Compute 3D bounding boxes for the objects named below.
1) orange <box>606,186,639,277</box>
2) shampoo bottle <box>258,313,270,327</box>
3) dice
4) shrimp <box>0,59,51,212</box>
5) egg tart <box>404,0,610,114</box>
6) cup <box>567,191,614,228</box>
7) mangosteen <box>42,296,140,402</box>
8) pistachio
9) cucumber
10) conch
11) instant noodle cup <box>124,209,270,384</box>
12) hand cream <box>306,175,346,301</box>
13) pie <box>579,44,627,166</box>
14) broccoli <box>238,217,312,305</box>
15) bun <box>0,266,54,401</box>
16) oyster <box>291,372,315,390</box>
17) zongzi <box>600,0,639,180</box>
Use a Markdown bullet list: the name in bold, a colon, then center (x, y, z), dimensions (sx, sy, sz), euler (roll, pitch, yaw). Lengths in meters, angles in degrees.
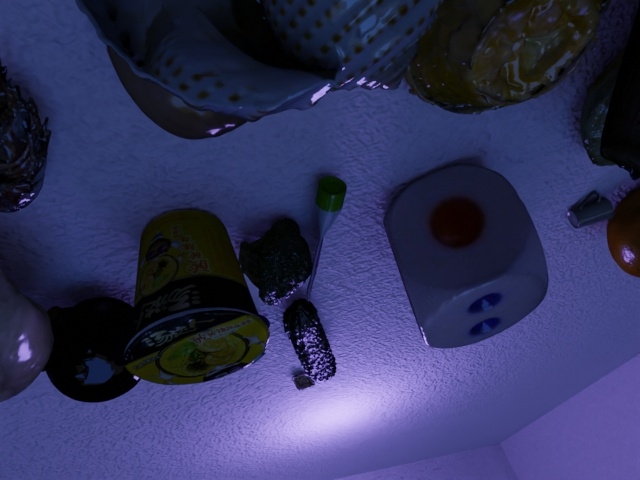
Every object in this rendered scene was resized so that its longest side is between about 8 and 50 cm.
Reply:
- **orange**: center (0.796, -0.038, 1.095), dimensions (0.248, 0.183, 0.249), euler (-25, 140, -23)
- **shampoo bottle**: center (-0.199, 0.238, 1.090), dimensions (0.087, 0.050, 0.183), euler (14, 131, -39)
- **dice**: center (0.264, 0.033, 0.884), dimensions (0.243, 0.259, 0.251), euler (-21, 143, 6)
- **shrimp**: center (-0.374, -0.128, 0.554), dimensions (0.090, 0.079, 0.233), euler (27, 130, 4)
- **egg tart**: center (0.259, -0.282, 0.610), dimensions (0.314, 0.120, 0.315), euler (-13, 143, -10)
- **cup**: center (0.632, -0.069, 1.084), dimensions (0.083, 0.055, 0.075), euler (-20, 143, 3)
- **mangosteen**: center (-0.428, 0.197, 0.851), dimensions (0.230, 0.194, 0.194), euler (3, 143, 11)
- **pistachio**: center (-0.158, -0.188, 0.541), dimensions (0.124, 0.125, 0.185), euler (-38, 135, 22)
- **cucumber**: center (-0.029, 0.243, 1.135), dimensions (0.096, 0.096, 0.359), euler (-19, 142, -1)
- **conch**: center (-0.054, -0.250, 0.428), dimensions (0.303, 0.319, 0.215), euler (-41, 172, -1)
- **instant noodle cup**: center (-0.204, 0.082, 0.747), dimensions (0.215, 0.236, 0.216), euler (-12, 142, -10)
- **hand cream**: center (0.001, 0.000, 0.871), dimensions (0.079, 0.050, 0.275), euler (-41, 156, -38)
- **pie**: center (0.596, -0.258, 0.829), dimensions (0.302, 0.067, 0.303), euler (-13, 140, -11)
- **broccoli**: center (-0.080, 0.045, 0.849), dimensions (0.137, 0.146, 0.162), euler (13, 131, 20)
- **bun**: center (-0.556, 0.107, 0.650), dimensions (0.360, 0.213, 0.361), euler (0, 143, 0)
- **oyster**: center (-0.054, 0.422, 1.393), dimensions (0.051, 0.034, 0.093), euler (-37, 130, -4)
- **zongzi**: center (0.611, -0.275, 0.648), dimensions (0.431, 0.208, 0.404), euler (-6, 115, -26)
